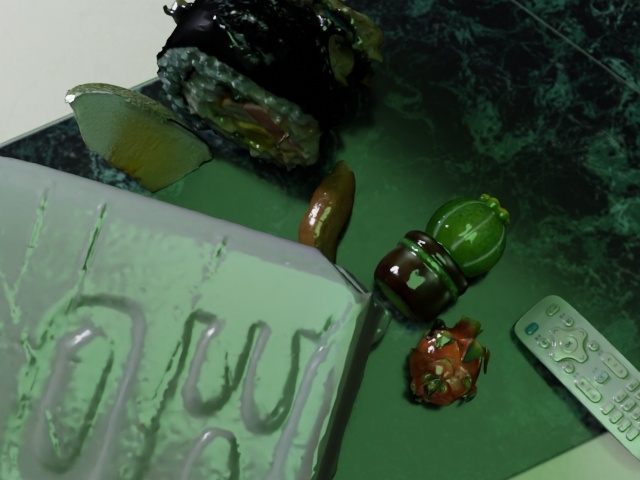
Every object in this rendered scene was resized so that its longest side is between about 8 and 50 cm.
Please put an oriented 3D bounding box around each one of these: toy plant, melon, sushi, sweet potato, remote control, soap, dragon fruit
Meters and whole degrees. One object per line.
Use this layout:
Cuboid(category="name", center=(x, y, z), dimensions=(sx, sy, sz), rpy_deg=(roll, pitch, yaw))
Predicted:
Cuboid(category="toy plant", center=(0.142, 0.013, 1.205), dimensions=(0.162, 0.093, 0.093), rpy_deg=(-41, 80, -8))
Cuboid(category="melon", center=(-0.229, -0.134, 1.238), dimensions=(0.093, 0.202, 0.139), rpy_deg=(-53, 47, 9))
Cuboid(category="sushi", center=(-0.049, -0.216, 1.197), dimensions=(0.238, 0.225, 0.219), rpy_deg=(45, 64, -12))
Cuboid(category="sweet potato", center=(0.000, 0.000, 1.232), dimensions=(0.056, 0.056, 0.195), rpy_deg=(13, 83, 3))
Cuboid(category="remote control", center=(0.314, 0.160, 1.198), dimensions=(0.073, 0.044, 0.229), rpy_deg=(-40, 72, -11))
Cuboid(category="soap", center=(-0.178, 0.136, 1.108), dimensions=(0.435, 0.213, 0.350), rpy_deg=(19, 86, 7))
Cuboid(category="dragon fruit", center=(0.141, 0.130, 1.187), dimensions=(0.086, 0.081, 0.116), rpy_deg=(17, 55, 6))
